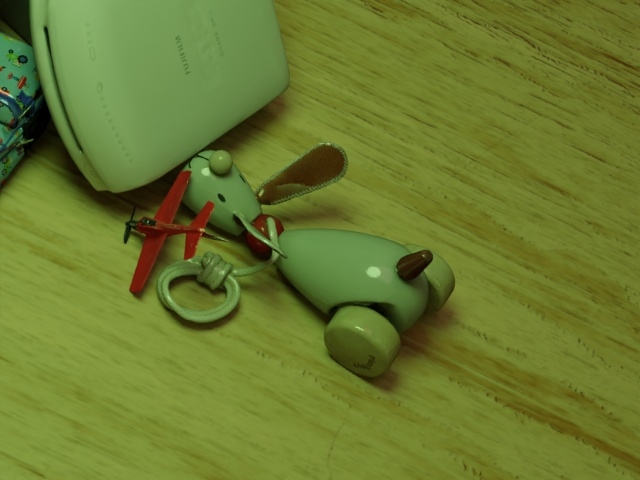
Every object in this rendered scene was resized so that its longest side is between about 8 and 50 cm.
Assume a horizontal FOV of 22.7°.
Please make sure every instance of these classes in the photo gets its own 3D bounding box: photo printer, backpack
[{"bbox_3d":[-0.180,-0.214,1.757,0.107,0.256,0.307,9,34,39],"label":"photo printer"},{"bbox_3d":[-0.384,-0.135,1.708,0.158,0.117,0.173,28,53,0],"label":"backpack"}]

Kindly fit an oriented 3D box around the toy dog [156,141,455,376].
[{"bbox_3d":[0.000,0.000,1.729,0.333,0.161,0.220,19,52,-8],"label":"toy dog"}]

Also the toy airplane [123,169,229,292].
[{"bbox_3d":[-0.160,-0.010,1.703,0.028,0.151,0.151,37,39,-45],"label":"toy airplane"}]

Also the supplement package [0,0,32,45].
[{"bbox_3d":[-0.252,-0.332,1.879,0.134,0.139,0.244,44,53,10],"label":"supplement package"}]

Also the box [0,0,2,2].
[{"bbox_3d":[-0.445,-0.300,1.679,0.270,0.143,0.165,-31,43,3],"label":"box"}]
